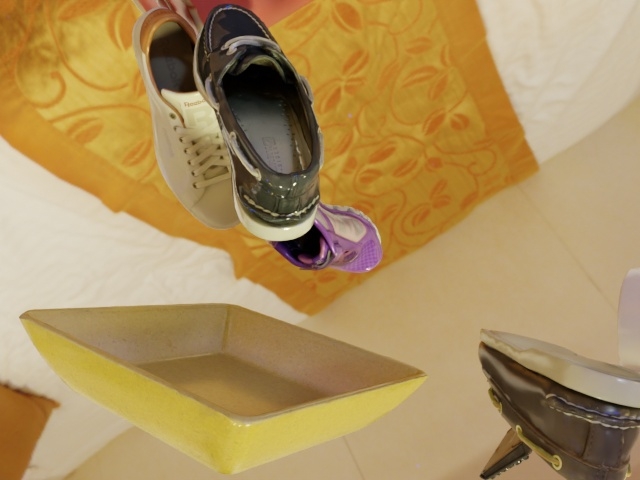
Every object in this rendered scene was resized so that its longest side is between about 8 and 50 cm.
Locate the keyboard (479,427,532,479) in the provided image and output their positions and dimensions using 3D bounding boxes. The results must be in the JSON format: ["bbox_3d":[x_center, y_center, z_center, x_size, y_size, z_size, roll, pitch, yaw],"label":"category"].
[{"bbox_3d":[0.277,0.261,0.872,0.108,0.023,0.180,-49,163,22],"label":"keyboard"}]

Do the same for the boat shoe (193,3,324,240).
[{"bbox_3d":[-0.059,-0.147,0.649,0.114,0.303,0.091,-12,149,-19],"label":"boat shoe"}]

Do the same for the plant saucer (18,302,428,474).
[{"bbox_3d":[-0.100,0.150,0.716,0.332,0.332,0.081,6,96,-55],"label":"plant saucer"}]

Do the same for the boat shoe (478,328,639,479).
[{"bbox_3d":[0.155,0.108,0.461,0.081,0.069,0.228,12,178,3],"label":"boat shoe"}]

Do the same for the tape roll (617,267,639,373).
[{"bbox_3d":[0.618,0.186,1.153,0.100,0.287,0.286,-6,167,39],"label":"tape roll"}]

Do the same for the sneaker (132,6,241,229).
[{"bbox_3d":[-0.158,-0.135,0.799,0.105,0.123,0.290,-24,112,-12],"label":"sneaker"}]

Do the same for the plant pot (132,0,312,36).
[{"bbox_3d":[-0.124,-0.383,0.847,0.243,0.275,0.275,-46,152,-13],"label":"plant pot"}]

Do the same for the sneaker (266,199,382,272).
[{"bbox_3d":[0.000,0.000,0.815,0.095,0.105,0.236,-42,136,18],"label":"sneaker"}]
